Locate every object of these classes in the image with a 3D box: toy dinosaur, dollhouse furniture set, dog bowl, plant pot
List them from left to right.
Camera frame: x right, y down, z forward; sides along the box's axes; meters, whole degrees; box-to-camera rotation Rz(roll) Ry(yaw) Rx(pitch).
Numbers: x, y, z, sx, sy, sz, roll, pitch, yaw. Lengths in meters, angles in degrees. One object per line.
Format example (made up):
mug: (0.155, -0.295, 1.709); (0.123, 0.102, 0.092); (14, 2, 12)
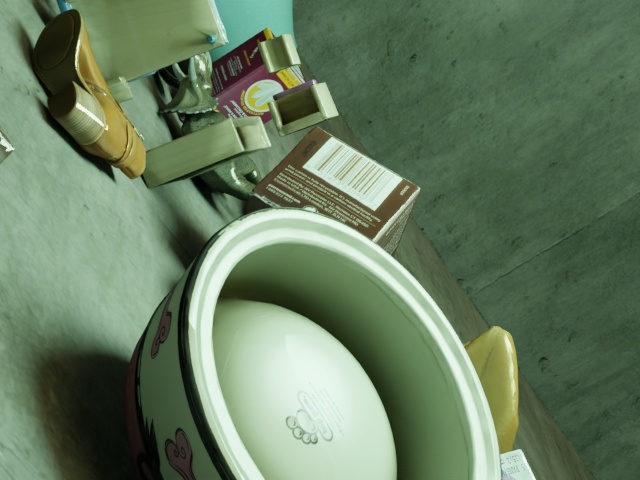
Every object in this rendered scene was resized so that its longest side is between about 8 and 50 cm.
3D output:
dollhouse furniture set: (-0.157, -0.256, 1.977); (0.198, 0.286, 0.303); (-38, 107, -79)
toy dinosaur: (-0.150, -0.122, 2.177); (0.160, 0.121, 0.313); (20, 42, -54)
plant pot: (-0.166, -0.419, 2.541); (0.271, 0.271, 0.255); (-84, 156, -73)
dog bowl: (-0.014, 0.178, 1.427); (0.408, 0.150, 0.408); (29, 44, -32)

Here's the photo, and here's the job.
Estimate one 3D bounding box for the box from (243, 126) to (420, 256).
box: (0.000, 0.000, 1.912); (0.168, 0.203, 0.167); (31, 48, 12)

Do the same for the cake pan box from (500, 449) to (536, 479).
cake pan box: (0.167, 0.386, 1.704); (0.070, 0.267, 0.246); (94, -21, -52)

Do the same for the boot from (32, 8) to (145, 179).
boot: (-0.277, -0.175, 1.797); (0.152, 0.073, 0.197); (44, 29, -48)

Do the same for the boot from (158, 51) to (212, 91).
boot: (-0.268, -0.339, 2.262); (0.178, 0.085, 0.236); (42, 12, -48)

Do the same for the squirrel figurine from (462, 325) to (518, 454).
squirrel figurine: (0.174, 0.342, 2.010); (0.370, 0.281, 0.397); (59, 17, -64)

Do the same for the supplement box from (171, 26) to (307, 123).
supplement box: (-0.125, -0.234, 2.315); (0.104, 0.188, 0.081); (47, 16, -44)

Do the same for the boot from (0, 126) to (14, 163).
boot: (-0.346, -0.135, 1.448); (0.114, 0.037, 0.106); (45, 30, -39)
